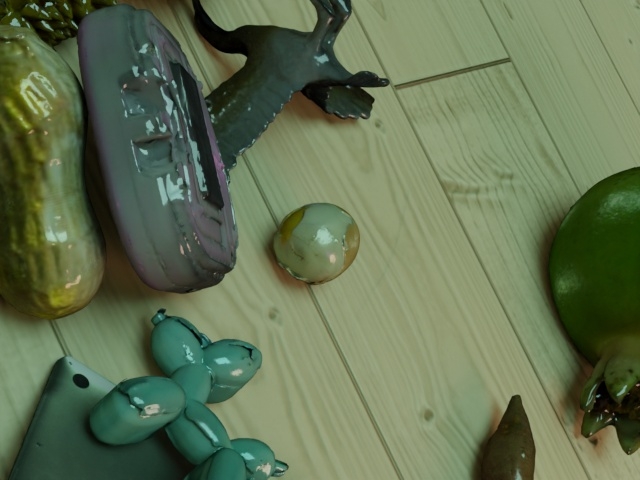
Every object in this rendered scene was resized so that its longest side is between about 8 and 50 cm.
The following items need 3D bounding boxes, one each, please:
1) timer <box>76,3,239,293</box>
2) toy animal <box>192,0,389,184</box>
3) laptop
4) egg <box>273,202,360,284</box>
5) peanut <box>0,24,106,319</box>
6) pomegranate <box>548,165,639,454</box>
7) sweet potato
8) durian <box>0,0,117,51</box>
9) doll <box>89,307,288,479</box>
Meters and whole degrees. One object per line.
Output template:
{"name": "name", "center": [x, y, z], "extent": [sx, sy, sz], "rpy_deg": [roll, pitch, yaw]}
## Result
{"name": "timer", "center": [-0.116, -0.065, 0.755], "extent": [0.191, 0.069, 0.208], "rpy_deg": [40, 37, -83]}
{"name": "toy animal", "center": [-0.032, -0.172, 0.919], "extent": [0.272, 0.160, 0.197], "rpy_deg": [-27, 86, -53]}
{"name": "laptop", "center": [-0.128, 0.210, 0.656], "extent": [0.188, 0.015, 0.269], "rpy_deg": [37, 30, -20]}
{"name": "egg", "center": [0.000, 0.000, 0.896], "extent": [0.071, 0.071, 0.083], "rpy_deg": [55, 41, -5]}
{"name": "peanut", "center": [-0.197, -0.045, 0.695], "extent": [0.087, 0.087, 0.206], "rpy_deg": [-23, 111, -46]}
{"name": "pomegranate", "center": [0.409, 0.074, 1.118], "extent": [0.310, 0.216, 0.358], "rpy_deg": [49, 46, -15]}
{"name": "sweet potato", "center": [0.174, 0.241, 0.938], "extent": [0.065, 0.051, 0.218], "rpy_deg": [37, 49, -19]}
{"name": "durian", "center": [-0.249, -0.216, 0.750], "extent": [0.249, 0.138, 0.183], "rpy_deg": [-46, 110, -39]}
{"name": "doll", "center": [-0.091, 0.122, 0.737], "extent": [0.159, 0.059, 0.158], "rpy_deg": [50, 28, 9]}
